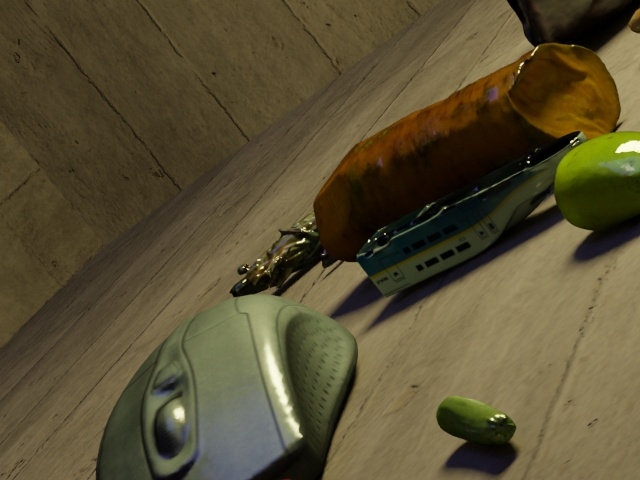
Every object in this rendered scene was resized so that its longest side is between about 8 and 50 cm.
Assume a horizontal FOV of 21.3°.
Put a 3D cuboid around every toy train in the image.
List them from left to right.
[{"bbox_3d":[0.131,-0.022,1.380,0.234,0.051,0.052,-27,14,39],"label":"toy train"}]

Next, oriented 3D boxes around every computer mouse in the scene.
[{"bbox_3d":[-0.077,0.129,1.269,0.188,0.122,0.371,-37,12,14],"label":"computer mouse"}]

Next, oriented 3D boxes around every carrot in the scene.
[{"bbox_3d":[0.117,-0.070,1.497,0.302,0.114,0.114,-29,13,40],"label":"carrot"}]

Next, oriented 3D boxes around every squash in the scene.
[{"bbox_3d":[0.091,0.105,0.975,0.027,0.027,0.089,-41,14,-12],"label":"squash"}]

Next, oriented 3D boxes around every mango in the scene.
[{"bbox_3d":[0.206,-0.043,1.172,0.073,0.056,0.108,-47,23,-21],"label":"mango"}]

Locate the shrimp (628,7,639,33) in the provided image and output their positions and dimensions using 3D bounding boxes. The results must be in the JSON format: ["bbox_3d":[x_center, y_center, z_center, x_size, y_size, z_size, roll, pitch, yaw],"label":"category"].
[{"bbox_3d":[0.373,-0.257,1.555,0.217,0.051,0.115,-37,4,2],"label":"shrimp"}]

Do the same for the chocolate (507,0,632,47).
[{"bbox_3d":[0.280,-0.377,1.878,0.213,0.303,0.303,-22,11,7],"label":"chocolate"}]

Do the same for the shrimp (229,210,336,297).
[{"bbox_3d":[0.000,0.000,1.826,0.217,0.051,0.150,-37,15,-11],"label":"shrimp"}]

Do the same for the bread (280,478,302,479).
[{"bbox_3d":[-0.108,0.215,1.014,0.269,0.095,0.139,-32,18,15],"label":"bread"}]
